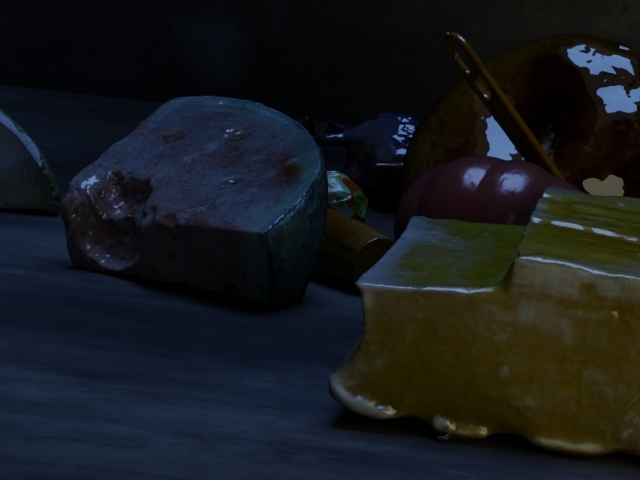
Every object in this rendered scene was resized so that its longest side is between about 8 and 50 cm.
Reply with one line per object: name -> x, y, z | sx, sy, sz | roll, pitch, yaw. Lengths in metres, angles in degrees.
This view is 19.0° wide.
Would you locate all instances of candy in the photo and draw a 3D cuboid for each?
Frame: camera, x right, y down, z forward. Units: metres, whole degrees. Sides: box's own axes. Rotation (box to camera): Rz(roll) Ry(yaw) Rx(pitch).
candy -> -0.093, -0.030, 2.013 | 0.288, 0.078, 0.084 | -2, 11, -3

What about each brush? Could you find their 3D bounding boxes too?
brush -> 0.192, -0.047, 1.565 | 0.017, 0.314, 0.090 | -31, -13, -16

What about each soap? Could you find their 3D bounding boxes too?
soap -> 0.154, 0.054, 1.284 | 0.259, 0.143, 0.281 | 5, 12, 9

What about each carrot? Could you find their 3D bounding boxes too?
carrot -> 0.000, 0.000, 1.805 | 0.067, 0.067, 0.225 | 1, 10, -32

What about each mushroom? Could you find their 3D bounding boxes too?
mushroom -> 0.197, -0.043, 1.751 | 0.267, 0.254, 0.267 | 2, 43, -2

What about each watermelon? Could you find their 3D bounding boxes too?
watermelon -> -0.107, -0.008, 1.690 | 0.226, 0.148, 0.318 | -14, 27, -14

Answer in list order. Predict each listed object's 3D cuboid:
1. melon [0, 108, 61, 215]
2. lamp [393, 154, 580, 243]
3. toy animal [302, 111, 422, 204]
melon -> -0.330, -0.066, 2.059 | 0.139, 0.093, 0.202 | 39, -9, 24
lamp -> 0.148, 0.002, 1.513 | 0.182, 0.140, 0.182 | 23, -25, 11
toy animal -> 0.066, -0.105, 2.470 | 0.185, 0.122, 0.298 | -6, 2, -8
